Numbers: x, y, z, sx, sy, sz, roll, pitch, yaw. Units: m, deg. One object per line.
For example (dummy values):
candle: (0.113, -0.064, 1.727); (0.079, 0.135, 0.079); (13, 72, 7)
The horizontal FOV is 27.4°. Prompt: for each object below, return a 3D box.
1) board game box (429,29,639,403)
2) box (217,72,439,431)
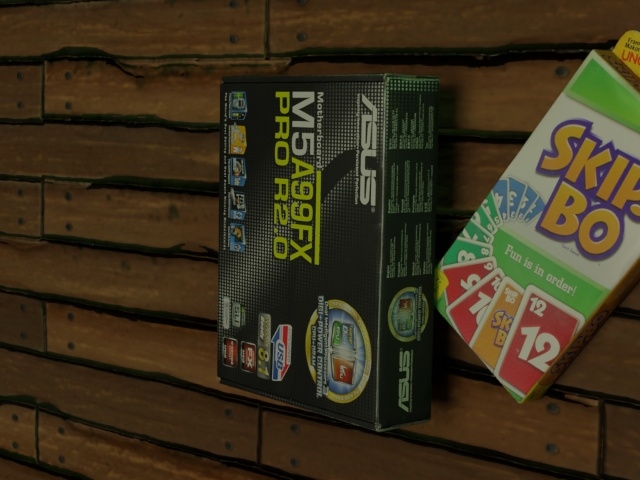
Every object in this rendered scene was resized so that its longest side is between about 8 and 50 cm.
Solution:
board game box: (0.182, -0.015, 0.941); (0.124, 0.039, 0.259); (50, 121, 27)
box: (0.000, 0.000, 1.066); (0.216, 0.060, 0.270); (9, 100, 51)
